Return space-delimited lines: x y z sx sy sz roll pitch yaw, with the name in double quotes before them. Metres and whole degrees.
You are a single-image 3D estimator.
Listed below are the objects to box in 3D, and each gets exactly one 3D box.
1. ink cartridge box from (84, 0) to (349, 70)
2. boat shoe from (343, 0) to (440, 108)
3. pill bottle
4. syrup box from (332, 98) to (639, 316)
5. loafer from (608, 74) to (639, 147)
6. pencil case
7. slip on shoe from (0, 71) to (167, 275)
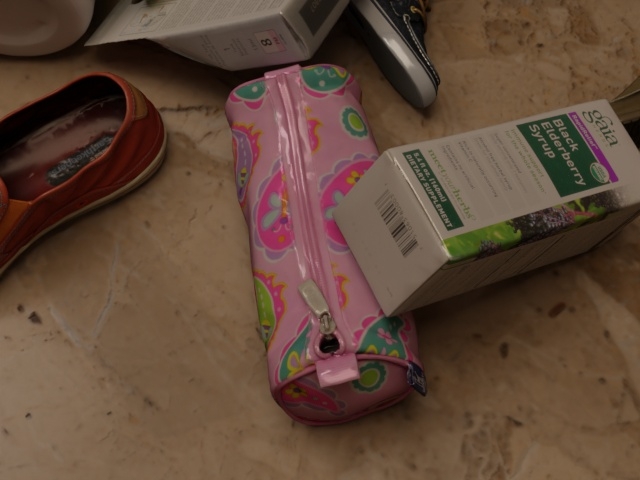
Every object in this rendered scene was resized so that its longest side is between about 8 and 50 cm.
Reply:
"ink cartridge box" -0.068 -0.221 1.143 0.232 0.066 0.189 -5 42 41
"boat shoe" 0.074 -0.202 1.152 0.083 0.065 0.183 -28 62 -7
"pill bottle" -0.264 -0.310 1.182 0.146 0.146 0.264 1 63 4
"syrup box" 0.137 -0.029 0.985 0.236 0.096 0.093 -16 70 -35
"loafer" 0.274 -0.115 1.106 0.148 0.056 0.050 -18 62 -17
"pencil case" 0.000 0.000 1.023 0.124 0.124 0.284 -9 62 -1
"slip on shoe" -0.276 -0.033 1.066 0.331 0.101 0.123 -33 67 -12
